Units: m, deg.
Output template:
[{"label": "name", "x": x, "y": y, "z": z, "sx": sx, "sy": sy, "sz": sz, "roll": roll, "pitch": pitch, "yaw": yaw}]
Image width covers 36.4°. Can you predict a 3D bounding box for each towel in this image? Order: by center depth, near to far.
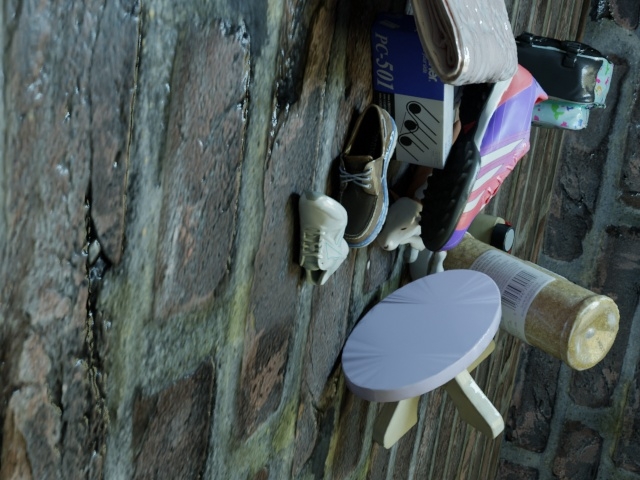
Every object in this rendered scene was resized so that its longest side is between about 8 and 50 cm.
[{"label": "towel", "x": 0.156, "y": -0.340, "z": 1.144, "sx": 0.332, "sy": 0.053, "sz": 0.316, "roll": -24, "pitch": 100, "yaw": -66}]

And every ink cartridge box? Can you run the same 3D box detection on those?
[{"label": "ink cartridge box", "x": 0.121, "y": -0.192, "z": 1.265, "sx": 0.207, "sy": 0.097, "sz": 0.046, "roll": 84, "pitch": 26, "yaw": -43}]

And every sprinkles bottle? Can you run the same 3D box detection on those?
[{"label": "sprinkles bottle", "x": 0.298, "y": 0.083, "z": 1.551, "sx": 0.121, "sy": 0.355, "sz": 0.121, "roll": -16, "pitch": 119, "yaw": -32}]

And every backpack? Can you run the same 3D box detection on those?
[{"label": "backpack", "x": 0.469, "y": -0.321, "z": 1.957, "sx": 0.253, "sy": 0.225, "sz": 0.191, "roll": -30, "pitch": 132, "yaw": -62}]

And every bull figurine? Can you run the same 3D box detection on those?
[{"label": "bull figurine", "x": 0.177, "y": -0.056, "z": 1.514, "sx": 0.188, "sy": 0.101, "sz": 0.310, "roll": 90, "pitch": 25, "yaw": -44}]

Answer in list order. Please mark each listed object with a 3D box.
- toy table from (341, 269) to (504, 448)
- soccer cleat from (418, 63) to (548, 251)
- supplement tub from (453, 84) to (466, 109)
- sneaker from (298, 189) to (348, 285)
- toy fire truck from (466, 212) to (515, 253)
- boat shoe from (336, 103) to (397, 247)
[{"label": "toy table", "x": 0.160, "y": 0.181, "z": 1.449, "sx": 0.274, "sy": 0.252, "sz": 0.160, "roll": -28, "pitch": 131, "yaw": -16}, {"label": "soccer cleat", "x": 0.235, "y": -0.114, "z": 1.367, "sx": 0.109, "sy": 0.116, "sz": 0.318, "roll": -20, "pitch": -136, "yaw": 60}, {"label": "supplement tub", "x": 0.182, "y": -0.230, "z": 1.451, "sx": 0.107, "sy": 0.071, "sz": 0.071, "roll": -16, "pitch": 118, "yaw": -68}, {"label": "sneaker", "x": 0.000, "y": 0.000, "z": 1.125, "sx": 0.152, "sy": 0.054, "sz": 0.061, "roll": 76, "pitch": 36, "yaw": -54}, {"label": "toy fire truck", "x": 0.321, "y": 0.063, "z": 1.968, "sx": 0.246, "sy": 0.159, "sz": 0.217, "roll": 16, "pitch": 88, "yaw": -61}, {"label": "boat shoe", "x": 0.048, "y": -0.083, "z": 1.201, "sx": 0.066, "sy": 0.066, "sz": 0.183, "roll": 48, "pitch": 47, "yaw": -61}]
